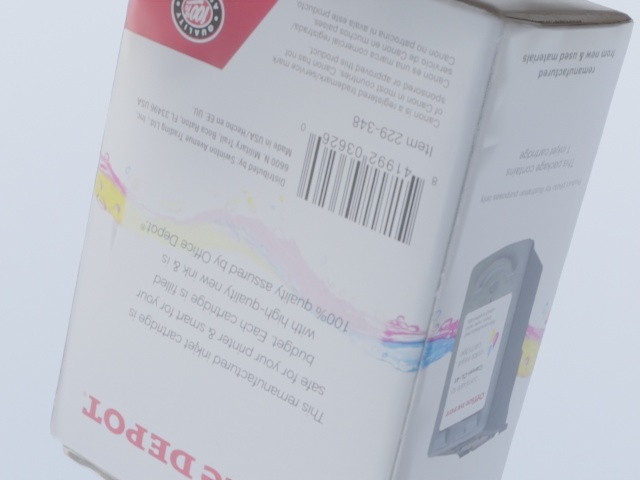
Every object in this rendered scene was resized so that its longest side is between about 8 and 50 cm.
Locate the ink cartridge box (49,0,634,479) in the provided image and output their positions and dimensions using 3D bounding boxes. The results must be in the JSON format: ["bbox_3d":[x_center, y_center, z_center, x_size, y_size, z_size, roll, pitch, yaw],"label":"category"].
[{"bbox_3d":[0.000,0.000,0.810,0.226,0.306,0.131,26,-156,33],"label":"ink cartridge box"}]
